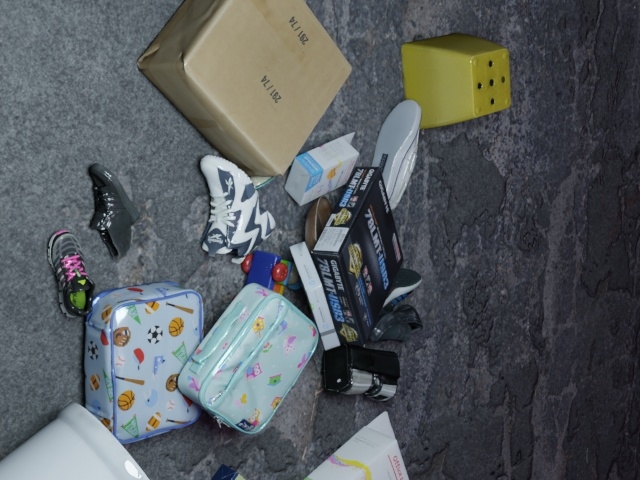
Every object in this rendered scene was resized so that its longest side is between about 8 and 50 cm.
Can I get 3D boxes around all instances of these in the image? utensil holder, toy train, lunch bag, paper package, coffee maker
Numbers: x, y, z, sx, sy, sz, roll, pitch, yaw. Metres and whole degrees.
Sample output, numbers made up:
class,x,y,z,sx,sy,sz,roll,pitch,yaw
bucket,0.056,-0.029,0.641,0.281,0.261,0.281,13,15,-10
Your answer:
class,x,y,z,sx,sy,sz,roll,pitch,yaw
utensil holder,-0.487,0.523,1.476,0.385,0.328,0.327,-37,121,-27
toy train,-0.114,0.154,1.879,0.143,0.105,0.248,16,89,-56
lunch bag,-0.142,0.238,1.719,0.279,0.108,0.224,-56,139,-13
paper package,-0.136,-0.340,1.697,0.325,0.168,0.309,46,68,-37
coffee maker,0.103,0.294,2.080,0.178,0.120,0.171,16,87,-43
lunch bag,-0.333,0.237,1.686,0.243,0.115,0.303,-9,106,-46

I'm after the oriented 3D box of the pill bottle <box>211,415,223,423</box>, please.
class,x,y,z,sx,sy,sz,roll,pitch,yaw
pill bottle,-0.180,0.314,1.854,0.152,0.086,0.086,-48,127,-24

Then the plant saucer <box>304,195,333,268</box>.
class,x,y,z,sx,sy,sz,roll,pitch,yaw
plant saucer,0.000,0.000,1.928,0.198,0.036,0.198,-4,90,-76

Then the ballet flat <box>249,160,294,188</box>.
class,x,y,z,sx,sy,sz,roll,pitch,yaw
ballet flat,-0.110,-0.159,1.824,0.168,0.057,0.052,-43,116,-53

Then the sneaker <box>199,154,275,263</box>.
class,x,y,z,sx,sy,sz,roll,pitch,yaw
sneaker,-0.197,-0.048,1.753,0.153,0.094,0.235,-58,140,-27

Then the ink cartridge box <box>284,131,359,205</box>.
class,x,y,z,sx,sy,sz,roll,pitch,yaw
ink cartridge box,0.016,-0.160,1.910,0.181,0.061,0.104,-28,156,-34

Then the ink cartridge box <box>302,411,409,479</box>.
class,x,y,z,sx,sy,sz,roll,pitch,yaw
ink cartridge box,0.107,0.613,2.152,0.353,0.119,0.207,-35,120,-31

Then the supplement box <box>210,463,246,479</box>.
class,x,y,z,sx,sy,sz,roll,pitch,yaw
supplement box,-0.202,0.555,1.907,0.083,0.056,0.083,-52,128,-21

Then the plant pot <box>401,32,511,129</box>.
class,x,y,z,sx,sy,sz,roll,pitch,yaw
plant pot,0.341,-0.385,2.097,0.212,0.187,0.212,-20,112,-37

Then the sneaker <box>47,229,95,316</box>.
class,x,y,z,sx,sy,sz,roll,pitch,yaw
sneaker,-0.445,0.065,1.571,0.063,0.075,0.170,-17,110,-38

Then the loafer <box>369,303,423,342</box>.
class,x,y,z,sx,sy,sz,roll,pitch,yaw
loafer,0.189,0.213,2.121,0.076,0.078,0.223,-52,162,25

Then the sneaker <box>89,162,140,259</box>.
class,x,y,z,sx,sy,sz,roll,pitch,yaw
sneaker,-0.395,-0.054,1.606,0.089,0.051,0.170,-51,131,-27

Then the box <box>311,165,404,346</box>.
class,x,y,z,sx,sy,sz,roll,pitch,yaw
box,0.091,0.035,1.951,0.293,0.073,0.295,-60,145,-40

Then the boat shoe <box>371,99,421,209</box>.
class,x,y,z,sx,sy,sz,roll,pitch,yaw
boat shoe,0.189,-0.199,2.067,0.088,0.096,0.267,17,89,-46

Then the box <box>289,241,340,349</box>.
class,x,y,z,sx,sy,sz,roll,pitch,yaw
box,-0.011,0.118,1.821,0.038,0.145,0.186,-18,131,-4

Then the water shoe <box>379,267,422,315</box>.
class,x,y,z,sx,sy,sz,roll,pitch,yaw
water shoe,0.170,0.134,2.153,0.203,0.073,0.080,-25,144,-38
